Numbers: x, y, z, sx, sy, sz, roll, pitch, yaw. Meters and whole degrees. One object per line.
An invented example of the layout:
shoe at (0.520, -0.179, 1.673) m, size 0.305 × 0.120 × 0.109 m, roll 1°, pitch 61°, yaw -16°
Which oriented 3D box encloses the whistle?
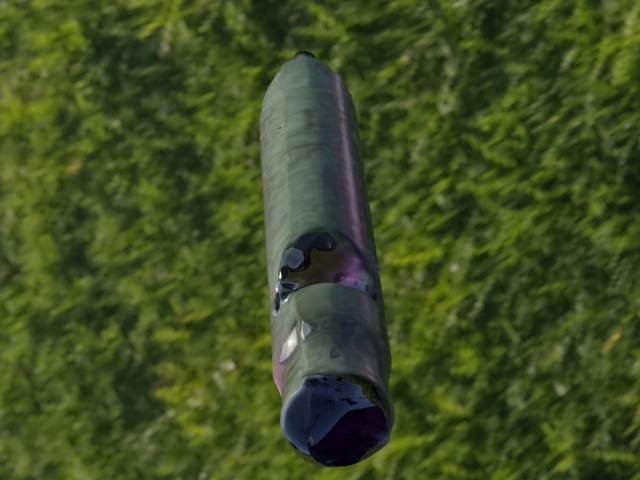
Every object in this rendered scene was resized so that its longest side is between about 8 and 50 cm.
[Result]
whistle at (0.000, 0.000, 0.528) m, size 0.033 × 0.176 × 0.033 m, roll -2°, pitch 122°, yaw -3°
